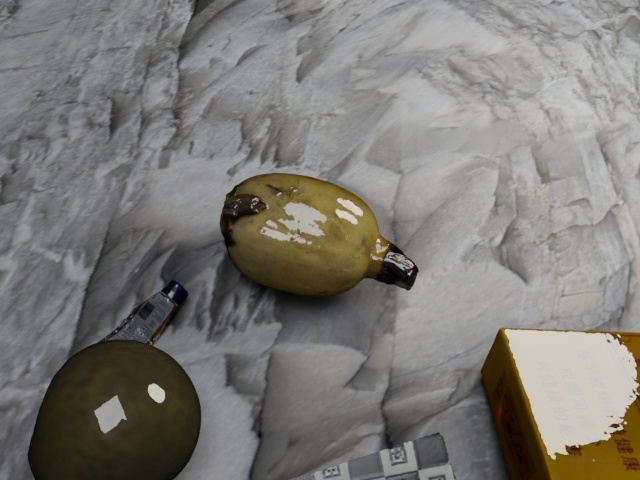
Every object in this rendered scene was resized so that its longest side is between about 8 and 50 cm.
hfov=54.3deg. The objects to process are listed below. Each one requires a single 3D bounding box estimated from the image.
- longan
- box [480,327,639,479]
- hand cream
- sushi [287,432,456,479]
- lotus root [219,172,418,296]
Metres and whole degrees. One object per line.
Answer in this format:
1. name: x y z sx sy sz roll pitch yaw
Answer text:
1. longan: -0.246 0.221 0.759 0.198 0.198 0.212 21 41 9
2. box: 0.452 0.251 0.820 0.416 0.115 0.264 2 41 -6
3. hand cream: -0.263 0.125 0.921 0.062 0.039 0.163 37 65 17
4. sushi: 0.074 0.362 0.773 0.215 0.050 0.192 -13 73 -9
5. lotus root: 0.000 0.000 0.953 0.310 0.182 0.182 15 55 3
